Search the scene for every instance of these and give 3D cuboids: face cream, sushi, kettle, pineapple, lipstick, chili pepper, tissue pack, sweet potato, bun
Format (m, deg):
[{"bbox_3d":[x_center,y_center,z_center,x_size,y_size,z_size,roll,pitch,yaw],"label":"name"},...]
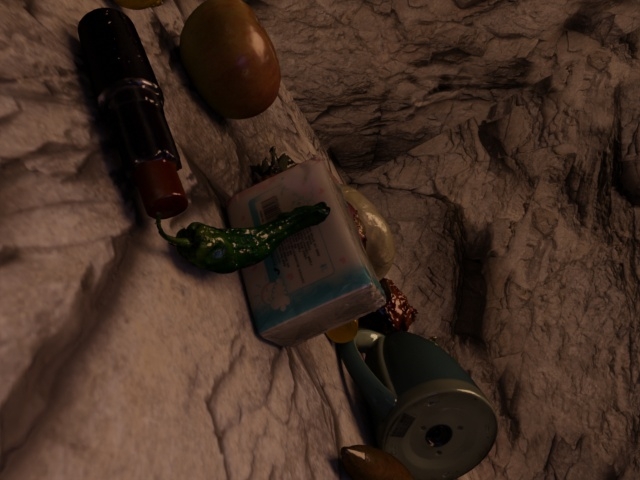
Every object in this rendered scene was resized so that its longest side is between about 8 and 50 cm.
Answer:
[{"bbox_3d":[0.057,0.167,1.175,0.078,0.078,0.273,61,10,-8],"label":"face cream"},{"bbox_3d":[0.173,0.202,1.395,0.196,0.182,0.343,57,6,10],"label":"sushi"},{"bbox_3d":[0.187,0.323,1.085,0.319,0.247,0.342,31,13,-19],"label":"kettle"},{"bbox_3d":[-0.105,-0.125,1.054,0.130,0.119,0.277,15,21,-9],"label":"pineapple"},{"bbox_3d":[-0.229,-0.160,0.578,0.299,0.081,0.081,65,10,21],"label":"lipstick"},{"bbox_3d":[-0.106,-0.001,0.636,0.279,0.122,0.065,-16,61,-49],"label":"chili pepper"},{"bbox_3d":[-0.031,0.018,0.783,0.124,0.201,0.271,55,13,-59],"label":"tissue pack"},{"bbox_3d":[0.122,0.443,0.810,0.346,0.079,0.108,61,38,-17],"label":"sweet potato"},{"bbox_3d":[0.045,0.008,1.159,0.287,0.146,0.287,32,-37,28],"label":"bun"}]

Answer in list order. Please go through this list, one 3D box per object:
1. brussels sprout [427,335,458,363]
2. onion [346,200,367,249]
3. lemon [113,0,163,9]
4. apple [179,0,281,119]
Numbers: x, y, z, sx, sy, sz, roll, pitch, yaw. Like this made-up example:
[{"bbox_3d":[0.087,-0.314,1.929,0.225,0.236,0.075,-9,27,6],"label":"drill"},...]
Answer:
[{"bbox_3d":[0.308,0.430,1.366,0.259,0.227,0.294,-66,138,-59],"label":"brussels sprout"},{"bbox_3d":[0.000,0.000,0.983,0.159,0.195,0.159,56,19,-32],"label":"onion"},{"bbox_3d":[-0.322,-0.451,0.793,0.133,0.109,0.109,40,23,-45],"label":"lemon"},{"bbox_3d":[-0.196,-0.397,1.049,0.261,0.194,0.261,62,10,-20],"label":"apple"}]
